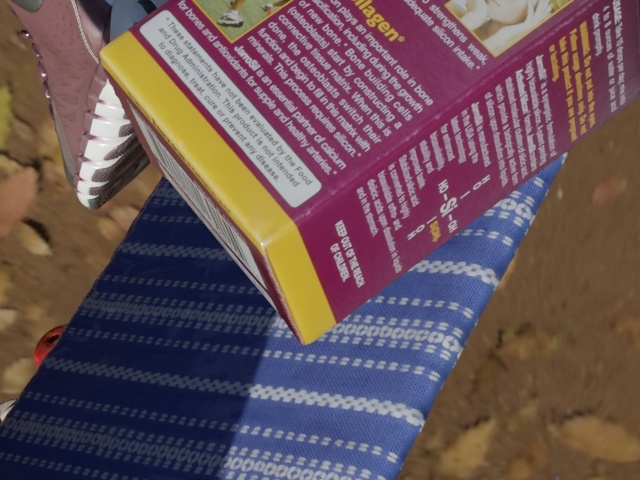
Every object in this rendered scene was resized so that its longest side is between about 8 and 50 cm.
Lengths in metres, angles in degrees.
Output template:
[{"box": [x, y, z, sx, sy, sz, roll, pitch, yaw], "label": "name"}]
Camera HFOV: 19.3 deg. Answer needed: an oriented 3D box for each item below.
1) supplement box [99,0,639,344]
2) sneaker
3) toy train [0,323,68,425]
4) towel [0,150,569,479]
[{"box": [0.011, -0.031, 0.346, 0.083, 0.043, 0.055, -36, 61, -8], "label": "supplement box"}, {"box": [-0.177, -0.146, 1.380, 0.162, 0.281, 0.106, 42, 60, 9], "label": "sneaker"}, {"box": [-0.147, 0.124, 1.317, 0.248, 0.143, 0.105, -38, 118, -9], "label": "toy train"}, {"box": [0.000, 0.000, 0.880, 0.243, 0.040, 0.336, 1, 50, 43], "label": "towel"}]
